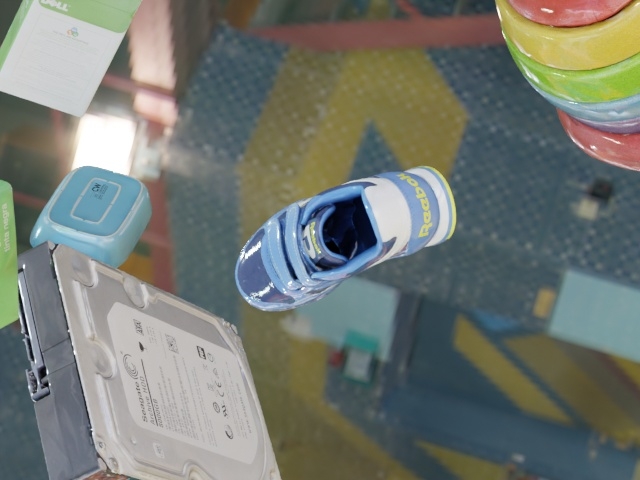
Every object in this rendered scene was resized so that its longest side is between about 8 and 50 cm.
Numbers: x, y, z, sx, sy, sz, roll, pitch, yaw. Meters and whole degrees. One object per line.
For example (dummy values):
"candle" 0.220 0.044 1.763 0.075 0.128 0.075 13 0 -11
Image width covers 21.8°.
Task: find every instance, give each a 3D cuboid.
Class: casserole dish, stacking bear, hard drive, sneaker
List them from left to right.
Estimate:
"casserole dish" -0.256 -0.032 1.877 0.188 0.114 0.037 -69 -5 -58
"hard drive" -0.159 0.153 1.607 0.339 0.064 0.237 30 -143 -55
"sneaker" 0.000 0.000 0.859 0.059 0.144 0.053 -16 -99 -50
"stacking bear" 0.193 -0.181 1.137 0.289 0.164 0.175 45 -141 -53

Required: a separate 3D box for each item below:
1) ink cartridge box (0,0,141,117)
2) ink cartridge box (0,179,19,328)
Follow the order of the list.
"ink cartridge box" -0.275 -0.244 1.837 0.209 0.109 0.062 -56 26 36
"ink cartridge box" -0.389 0.030 1.178 0.289 0.211 0.122 -33 -46 -51
